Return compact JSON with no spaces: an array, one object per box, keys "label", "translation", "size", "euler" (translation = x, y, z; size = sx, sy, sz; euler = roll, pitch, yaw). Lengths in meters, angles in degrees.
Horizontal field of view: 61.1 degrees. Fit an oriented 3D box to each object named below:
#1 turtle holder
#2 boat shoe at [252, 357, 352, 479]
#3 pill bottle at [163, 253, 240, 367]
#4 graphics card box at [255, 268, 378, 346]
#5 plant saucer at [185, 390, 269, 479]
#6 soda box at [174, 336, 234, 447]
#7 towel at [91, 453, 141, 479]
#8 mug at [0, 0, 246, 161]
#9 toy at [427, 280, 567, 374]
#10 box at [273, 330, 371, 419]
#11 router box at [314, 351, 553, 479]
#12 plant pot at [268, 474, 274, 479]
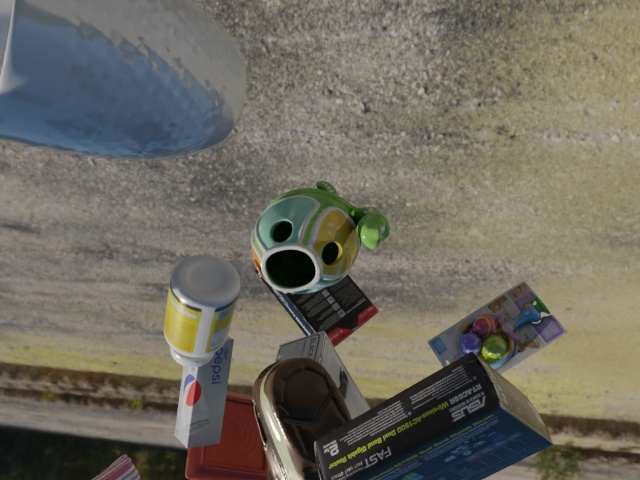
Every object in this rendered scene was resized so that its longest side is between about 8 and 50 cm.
[{"label":"turtle holder","translation":[-0.007,0.016,1.255],"size":[0.321,0.227,0.243],"euler":[11,119,9]},{"label":"boat shoe","translation":[0.006,0.235,0.515],"size":[0.095,0.257,0.095],"euler":[-16,173,-34]},{"label":"pill bottle","translation":[-0.190,0.117,0.848],"size":[0.103,0.103,0.184],"euler":[13,131,-10]},{"label":"graphics card box","translation":[-0.015,0.166,1.796],"size":[0.371,0.233,0.094],"euler":[50,150,12]},{"label":"plant saucer","translation":[-0.245,0.562,1.568],"size":[0.259,0.258,0.048],"euler":[22,140,-29]},{"label":"soda box","translation":[-0.308,0.388,1.431],"size":[0.098,0.286,0.091],"euler":[8,-179,-37]},{"label":"towel","translation":[-0.422,0.553,1.105],"size":[0.029,0.144,0.196],"euler":[11,122,47]},{"label":"mug","translation":[-0.317,-0.269,0.828],"size":[0.328,0.276,0.374],"euler":[7,-165,-39]},{"label":"toy","translation":[0.342,0.186,1.076],"size":[0.237,0.136,0.056],"euler":[-32,143,4]},{"label":"box","translation":[0.021,0.309,0.864],"size":[0.087,0.169,0.289],"euler":[-20,116,18]},{"label":"router box","translation":[0.071,0.129,0.344],"size":[0.122,0.038,0.092],"euler":[-36,134,17]},{"label":"plant pot","translation":[0.018,0.658,1.278],"size":[0.191,0.284,0.284],"euler":[-11,149,30]}]
